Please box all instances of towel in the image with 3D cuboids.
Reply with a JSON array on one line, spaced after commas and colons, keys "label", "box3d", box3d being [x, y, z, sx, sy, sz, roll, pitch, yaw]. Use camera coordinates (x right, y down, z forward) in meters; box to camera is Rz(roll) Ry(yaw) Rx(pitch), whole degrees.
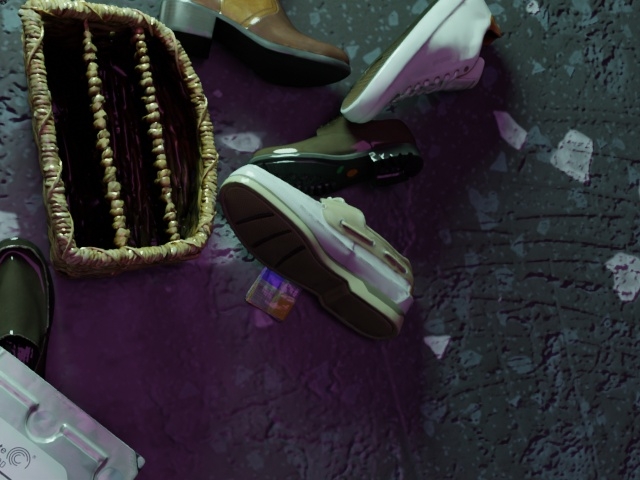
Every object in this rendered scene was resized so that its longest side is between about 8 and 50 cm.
[{"label": "towel", "box3d": [-0.053, 0.059, 1.319, 0.060, 0.009, 0.083, 36, 75, -8]}]

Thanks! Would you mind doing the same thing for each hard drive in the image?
[{"label": "hard drive", "box3d": [-0.375, 0.299, 1.061, 0.237, 0.064, 0.339, 42, 62, -9]}]

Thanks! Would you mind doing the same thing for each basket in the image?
[{"label": "basket", "box3d": [-0.223, -0.115, 1.184, 0.213, 0.223, 0.299, -8, 84, -16]}]

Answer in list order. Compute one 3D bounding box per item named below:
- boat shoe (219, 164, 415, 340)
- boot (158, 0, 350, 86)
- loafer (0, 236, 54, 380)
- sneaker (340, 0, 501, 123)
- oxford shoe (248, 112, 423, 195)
[{"label": "boat shoe", "box3d": [0.000, 0.000, 1.289, 0.302, 0.113, 0.103, 43, 54, -23]}, {"label": "boot", "box3d": [-0.067, -0.357, 1.346, 0.264, 0.096, 0.281, 12, 72, -6]}, {"label": "loafer", "box3d": [-0.351, 0.103, 1.194, 0.080, 0.078, 0.220, -3, 84, -16]}, {"label": "sneaker", "box3d": [0.149, -0.229, 1.348, 0.123, 0.106, 0.290, 49, 63, -10]}, {"label": "oxford shoe", "box3d": [0.013, -0.117, 1.335, 0.227, 0.083, 0.096, -6, 59, -12]}]
